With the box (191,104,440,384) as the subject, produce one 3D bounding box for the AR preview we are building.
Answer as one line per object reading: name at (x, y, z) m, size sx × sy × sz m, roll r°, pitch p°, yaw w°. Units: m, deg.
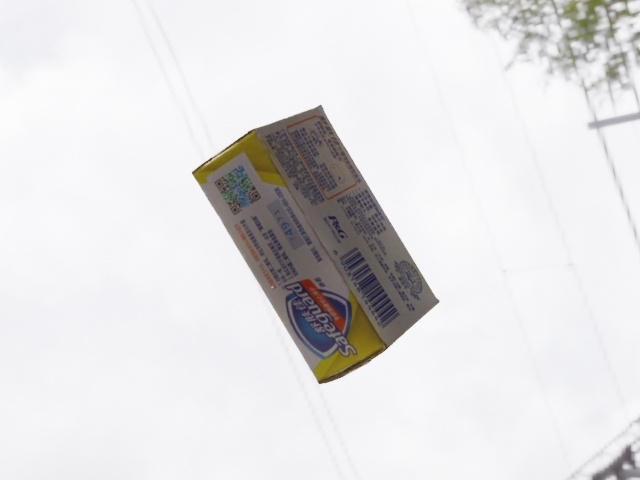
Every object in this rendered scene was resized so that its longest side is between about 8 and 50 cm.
box at (0.000, 0.000, 1.317) m, size 0.265 × 0.097 × 0.168 m, roll 58°, pitch -151°, yaw -1°
